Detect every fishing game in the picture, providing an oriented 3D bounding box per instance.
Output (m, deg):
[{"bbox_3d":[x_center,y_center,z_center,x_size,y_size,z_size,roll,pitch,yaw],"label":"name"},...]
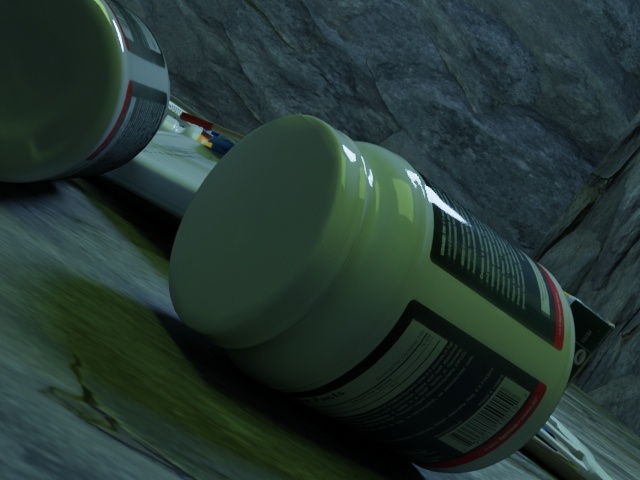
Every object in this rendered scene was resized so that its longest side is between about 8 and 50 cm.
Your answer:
[{"bbox_3d":[-0.036,-0.078,1.269,0.189,0.041,0.264,24,-7,29],"label":"fishing game"}]

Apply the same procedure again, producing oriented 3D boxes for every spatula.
[{"bbox_3d":[0.280,0.226,1.392,0.242,0.019,0.168,42,11,-17],"label":"spatula"}]

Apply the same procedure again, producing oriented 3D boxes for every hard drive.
[{"bbox_3d":[-0.094,-0.046,1.133,0.308,0.040,0.203,27,14,31],"label":"hard drive"}]

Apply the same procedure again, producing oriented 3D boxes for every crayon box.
[{"bbox_3d":[0.378,0.184,1.917,0.081,0.202,0.318,37,5,2],"label":"crayon box"}]

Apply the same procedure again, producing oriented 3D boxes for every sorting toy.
[{"bbox_3d":[0.358,0.306,1.508,0.307,0.041,0.229,37,4,7],"label":"sorting toy"}]

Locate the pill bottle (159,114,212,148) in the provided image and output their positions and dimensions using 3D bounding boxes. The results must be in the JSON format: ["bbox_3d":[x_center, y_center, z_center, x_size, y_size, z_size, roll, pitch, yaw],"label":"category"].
[{"bbox_3d":[-0.155,-0.094,1.487,0.152,0.086,0.086,35,5,-11],"label":"pill bottle"}]

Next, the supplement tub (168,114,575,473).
[{"bbox_3d":[0.043,0.045,0.850,0.272,0.191,0.191,34,5,-36],"label":"supplement tub"}]

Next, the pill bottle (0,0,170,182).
[{"bbox_3d":[-0.212,-0.129,0.927,0.161,0.161,0.283,36,4,-1],"label":"pill bottle"}]

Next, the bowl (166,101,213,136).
[{"bbox_3d":[-0.209,-0.143,1.622,0.170,0.080,0.170,35,4,-3],"label":"bowl"}]
